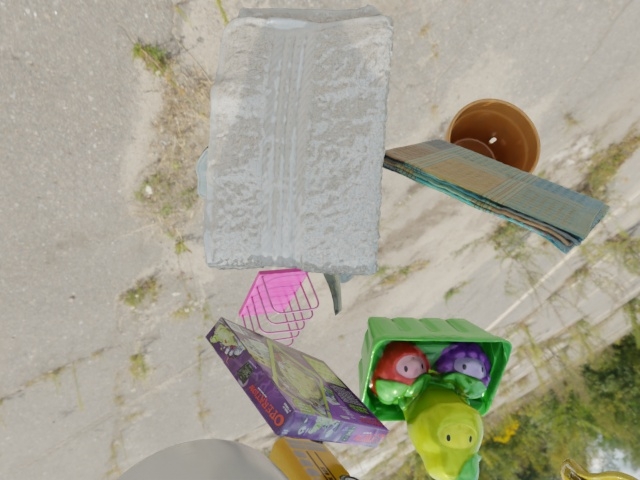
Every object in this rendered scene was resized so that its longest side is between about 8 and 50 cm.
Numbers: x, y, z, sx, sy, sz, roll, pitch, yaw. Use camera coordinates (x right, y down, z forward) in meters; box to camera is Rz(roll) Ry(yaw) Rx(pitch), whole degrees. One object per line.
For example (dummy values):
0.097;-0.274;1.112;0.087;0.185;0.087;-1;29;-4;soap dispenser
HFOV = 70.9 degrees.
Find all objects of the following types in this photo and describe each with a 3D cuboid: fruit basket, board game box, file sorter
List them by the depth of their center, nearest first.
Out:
-0.026;0.254;0.771;0.056;0.208;0.347;-54;141;-4;board game box
0.282;0.368;1.083;0.391;0.392;0.283;-7;117;-34;fruit basket
-0.155;0.263;1.681;0.202;0.182;0.291;-2;143;-31;file sorter

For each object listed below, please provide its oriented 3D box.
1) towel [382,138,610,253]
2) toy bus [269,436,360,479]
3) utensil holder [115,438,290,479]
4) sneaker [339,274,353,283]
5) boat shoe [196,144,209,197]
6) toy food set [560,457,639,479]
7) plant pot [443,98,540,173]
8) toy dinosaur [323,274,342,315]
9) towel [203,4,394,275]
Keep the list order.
0.318;-0.102;0.832;0.271;0.370;0.040;-20;133;-47;towel
-0.015;0.494;0.897;0.130;0.332;0.108;18;88;-26;toy bus
-0.083;0.414;0.419;0.327;0.328;0.385;-12;-175;-28;utensil holder
0.000;0.000;0.881;0.094;0.151;0.256;-53;153;5;sneaker
-0.179;-0.118;0.731;0.046;0.038;0.125;1;150;-16;boat shoe
0.363;0.345;0.495;0.071;0.217;0.128;-39;147;-28;toy food set
0.516;-0.275;1.448;0.290;0.291;0.203;-25;173;-8;plant pot
-0.003;-0.039;0.598;0.118;0.064;0.268;-35;108;-6;toy dinosaur
-0.022;-0.106;0.473;0.186;0.283;0.049;3;177;7;towel
